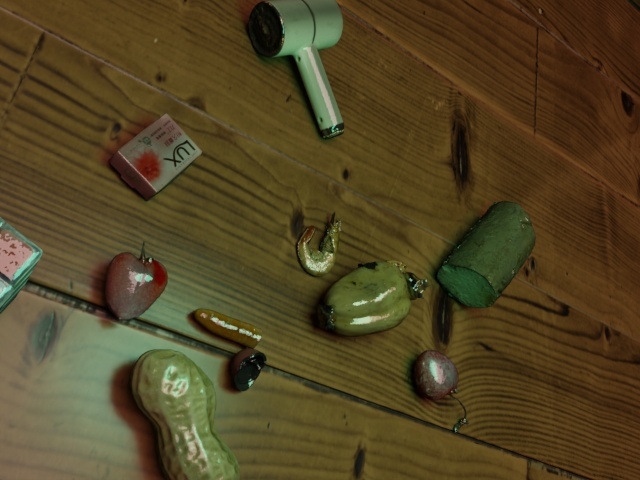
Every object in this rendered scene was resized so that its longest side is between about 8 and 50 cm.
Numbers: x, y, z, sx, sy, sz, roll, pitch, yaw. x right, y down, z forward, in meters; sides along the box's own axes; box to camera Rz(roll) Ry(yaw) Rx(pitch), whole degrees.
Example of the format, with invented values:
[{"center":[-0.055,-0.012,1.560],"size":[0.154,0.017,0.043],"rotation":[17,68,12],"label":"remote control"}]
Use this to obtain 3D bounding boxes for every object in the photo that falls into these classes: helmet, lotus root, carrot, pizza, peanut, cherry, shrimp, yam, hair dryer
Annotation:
[{"center":[-0.148,0.241,1.242],"size":[0.084,0.049,0.065],"rotation":[-55,143,-8],"label":"helmet"},{"center":[0.105,0.126,1.406],"size":[0.256,0.140,0.155],"rotation":[-14,95,-28],"label":"lotus root"},{"center":[-0.183,0.168,1.248],"size":[0.139,0.048,0.048],"rotation":[25,60,-23],"label":"carrot"},{"center":[0.179,0.078,1.543],"size":[0.100,0.029,0.099],"rotation":[52,51,-8],"label":"pizza"},{"center":[-0.226,0.322,1.114],"size":[0.136,0.120,0.298],"rotation":[-21,89,-33],"label":"peanut"},{"center":[0.280,0.349,1.484],"size":[0.107,0.090,0.226],"rotation":[-35,103,-50],"label":"cherry"},{"center":[-0.003,0.002,1.445],"size":[0.095,0.045,0.163],"rotation":[16,68,-7],"label":"shrimp"},{"center":[-0.334,0.074,1.149],"size":[0.106,0.087,0.126],"rotation":[46,71,-21],"label":"cherry"},{"center":[0.433,0.035,1.654],"size":[0.304,0.168,0.168],"rotation":[-42,99,-37],"label":"yam"},{"center":[-0.016,-0.396,1.536],"size":[0.203,0.128,0.362],"rotation":[-24,95,-40],"label":"hair dryer"}]

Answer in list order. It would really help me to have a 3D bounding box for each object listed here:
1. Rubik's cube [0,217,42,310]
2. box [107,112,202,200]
[{"center":[-0.577,0.058,0.873],"size":[0.256,0.259,0.253],"rotation":[43,53,-15],"label":"Rubik's cube"},{"center":[-0.320,-0.162,1.263],"size":[0.111,0.060,0.156],"rotation":[47,54,-13],"label":"box"}]
